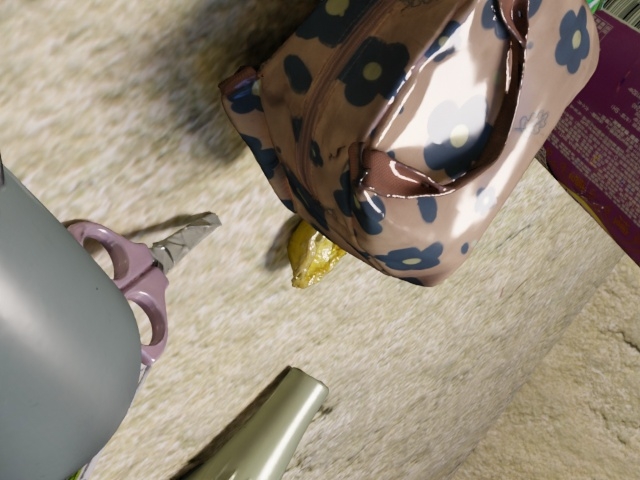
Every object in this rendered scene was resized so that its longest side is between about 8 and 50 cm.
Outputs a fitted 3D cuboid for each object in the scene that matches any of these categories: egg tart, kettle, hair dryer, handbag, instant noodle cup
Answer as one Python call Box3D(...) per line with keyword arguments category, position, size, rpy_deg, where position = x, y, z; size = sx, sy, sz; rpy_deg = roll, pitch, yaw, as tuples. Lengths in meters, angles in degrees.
Box3D(category="egg tart", position=(0.000, 0.000, 1.163), size=(0.105, 0.039, 0.105), rpy_deg=(-42, 160, -19))
Box3D(category="kettle", position=(-0.226, 0.030, 0.609), size=(0.211, 0.159, 0.243), rpy_deg=(-19, 151, 0))
Box3D(category="hair dryer", position=(-0.088, 0.279, 1.477), size=(0.296, 0.119, 0.298), rpy_deg=(-55, 177, 7))
Box3D(category="handbag", position=(0.060, -0.118, 0.853), size=(0.251, 0.190, 0.193), rpy_deg=(-56, 155, -3))
Box3D(category="instant noodle cup", position=(0.381, -0.146, 1.373), size=(0.340, 0.266, 0.340), rpy_deg=(-42, 160, -20))

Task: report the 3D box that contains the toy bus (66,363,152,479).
Box3D(category="toy bus", position=(-0.228, 0.172, 0.897), size=(0.139, 0.113, 0.301), rpy_deg=(-26, 150, -57))

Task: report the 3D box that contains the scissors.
Box3D(category="scissors", position=(-0.116, 0.013, 0.891), size=(0.021, 0.110, 0.212), rpy_deg=(-25, -172, 28))

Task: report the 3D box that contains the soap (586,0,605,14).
Box3D(category="soap", position=(0.207, -0.259, 1.054), size=(0.156, 0.077, 0.293), rpy_deg=(-38, 159, -29))
